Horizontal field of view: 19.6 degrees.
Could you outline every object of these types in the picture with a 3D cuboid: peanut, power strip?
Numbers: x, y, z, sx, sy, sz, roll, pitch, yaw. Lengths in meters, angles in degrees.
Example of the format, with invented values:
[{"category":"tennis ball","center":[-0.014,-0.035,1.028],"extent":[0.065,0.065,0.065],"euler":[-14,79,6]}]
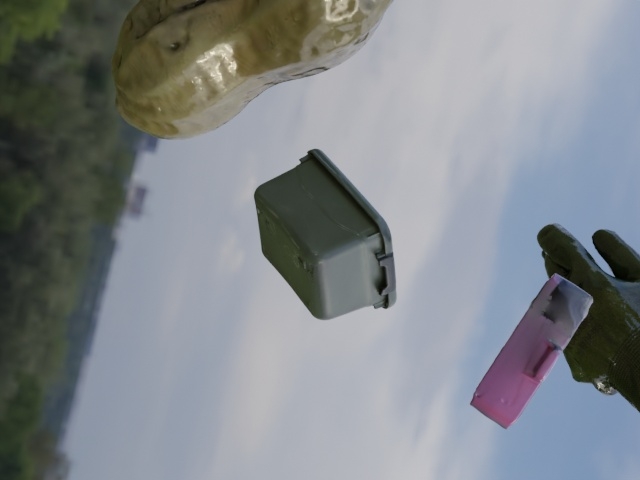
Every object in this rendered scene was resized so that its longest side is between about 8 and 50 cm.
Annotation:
[{"category":"peanut","center":[-0.054,-0.170,1.437],"extent":[0.290,0.130,0.130],"euler":[-25,-139,30]},{"category":"power strip","center":[0.154,0.084,1.381],"extent":[0.109,0.037,0.279],"euler":[-57,173,-1]}]

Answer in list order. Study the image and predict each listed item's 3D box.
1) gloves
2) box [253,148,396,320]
[{"category":"gloves","center":[0.297,0.083,1.909],"extent":[0.135,0.107,0.268],"euler":[-45,-127,13]},{"category":"box","center":[0.000,0.000,1.943],"extent":[0.172,0.093,0.124],"euler":[49,-25,43]}]
